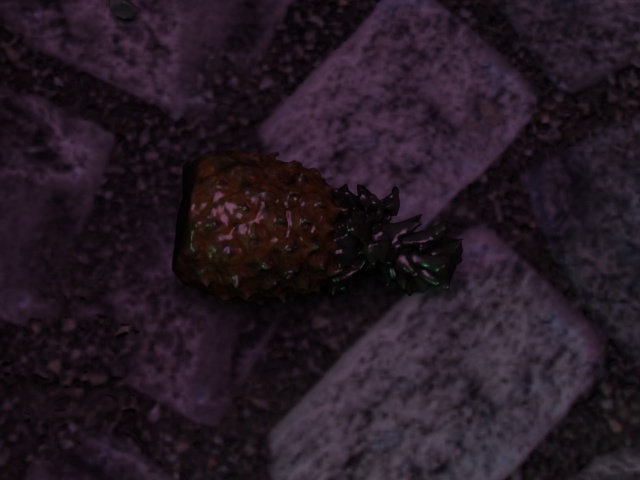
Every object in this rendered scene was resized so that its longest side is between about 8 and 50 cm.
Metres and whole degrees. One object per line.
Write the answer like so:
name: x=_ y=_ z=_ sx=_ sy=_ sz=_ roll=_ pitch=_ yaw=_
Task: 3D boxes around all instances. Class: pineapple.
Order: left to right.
pineapple: x=0.000 y=0.000 z=1.148 sx=0.198 sy=0.108 sz=0.108 roll=10 pitch=70 yaw=-11

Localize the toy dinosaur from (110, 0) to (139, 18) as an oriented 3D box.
toy dinosaur: x=-0.137 y=-0.216 z=1.252 sx=0.187 sy=0.044 sz=0.106 roll=2 pitch=57 yaw=13
